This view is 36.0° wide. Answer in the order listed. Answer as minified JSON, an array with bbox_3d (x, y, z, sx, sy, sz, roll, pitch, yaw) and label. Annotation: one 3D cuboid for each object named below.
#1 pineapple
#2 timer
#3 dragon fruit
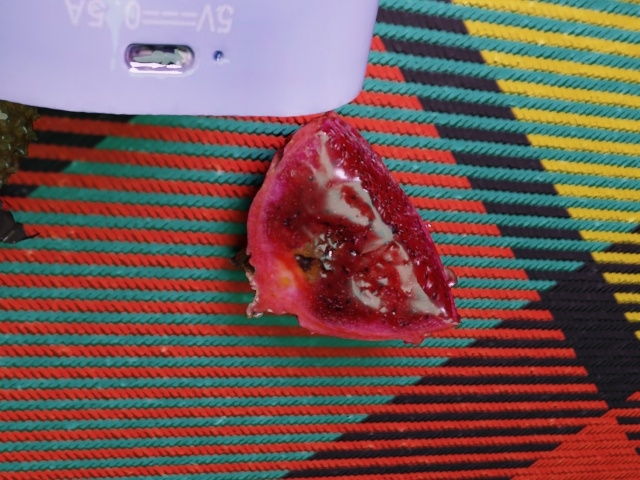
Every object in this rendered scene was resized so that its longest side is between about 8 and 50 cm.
[{"bbox_3d":[-0.335,-0.022,0.897,0.130,0.119,0.277,-28,140,-57],"label":"pineapple"},{"bbox_3d":[-0.165,-0.205,0.703,0.395,0.395,0.173,-2,123,-19],"label":"timer"},{"bbox_3d":[0.000,0.000,1.039,0.211,0.134,0.262,-28,110,12],"label":"dragon fruit"}]
